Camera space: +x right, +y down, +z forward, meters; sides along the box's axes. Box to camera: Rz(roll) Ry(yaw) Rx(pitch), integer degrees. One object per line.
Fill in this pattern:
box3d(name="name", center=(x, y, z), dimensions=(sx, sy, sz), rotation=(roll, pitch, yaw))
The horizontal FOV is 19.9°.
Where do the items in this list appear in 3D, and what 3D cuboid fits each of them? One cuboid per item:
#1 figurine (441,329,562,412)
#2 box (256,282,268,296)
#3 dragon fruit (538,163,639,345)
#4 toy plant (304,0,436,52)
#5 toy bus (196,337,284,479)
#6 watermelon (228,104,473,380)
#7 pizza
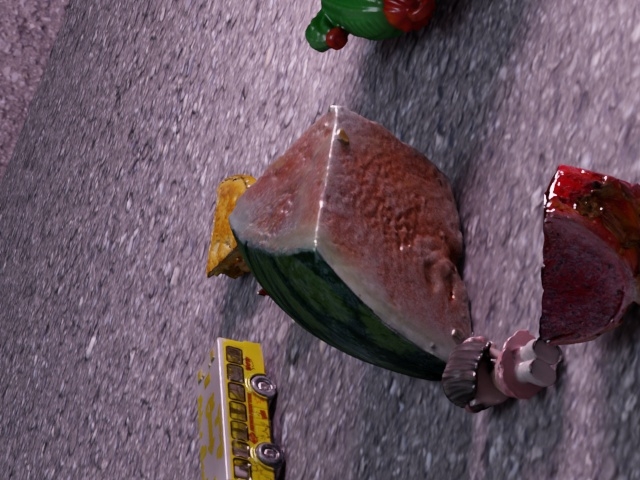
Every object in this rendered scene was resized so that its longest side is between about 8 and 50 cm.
box3d(name="figurine", center=(0.148, 0.103, 1.523), dimensions=(0.129, 0.054, 0.072), rotation=(-28, 46, 60))
box3d(name="box", center=(0.000, 0.000, 1.963), dimensions=(0.218, 0.055, 0.039), rotation=(132, 147, -51))
box3d(name="dragon fruit", center=(0.217, 0.012, 1.381), dimensions=(0.147, 0.096, 0.102), rotation=(82, -165, -50))
box3d(name="toy plant", center=(0.071, -0.269, 1.929), dimensions=(0.240, 0.088, 0.154), rotation=(-12, 42, 56))
box3d(name="toy bus", center=(-0.090, 0.210, 2.022), dimensions=(0.226, 0.074, 0.081), rotation=(-96, 30, -45))
box3d(name="watermelon", center=(0.054, 0.009, 1.688), dimensions=(0.201, 0.213, 0.262), rotation=(-58, 27, -1))
box3d(name="pizza", center=(-0.097, -0.013, 2.231), dimensions=(0.134, 0.046, 0.175), rotation=(-64, 23, 25))
